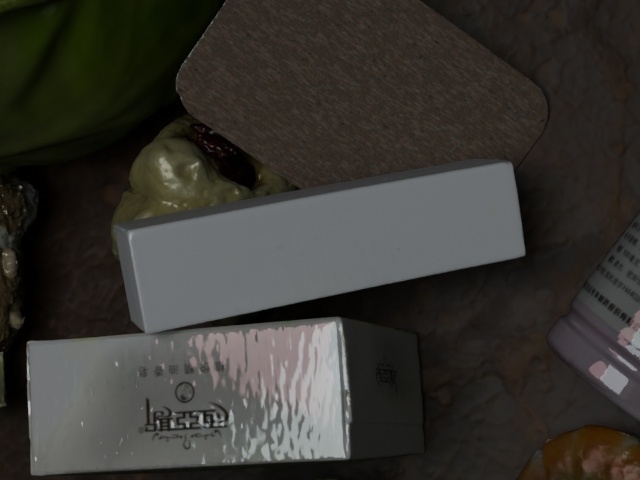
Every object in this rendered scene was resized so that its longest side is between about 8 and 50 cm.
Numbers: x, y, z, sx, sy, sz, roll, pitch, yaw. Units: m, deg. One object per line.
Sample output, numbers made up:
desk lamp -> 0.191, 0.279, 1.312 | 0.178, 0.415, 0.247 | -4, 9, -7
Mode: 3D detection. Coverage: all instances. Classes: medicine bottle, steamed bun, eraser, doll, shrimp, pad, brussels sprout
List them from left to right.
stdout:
doll -> -0.299, 0.039, 1.429 | 0.115, 0.105, 0.221 | 1, 92, -21
brussels sprout -> -0.231, -0.261, 1.309 | 0.361, 0.342, 0.425 | -1, 98, 3
steamed bun -> -0.102, -0.024, 1.335 | 0.141, 0.155, 0.172 | 24, 93, 20
eraser -> 0.000, 0.001, 1.251 | 0.298, 0.076, 0.078 | -11, 97, -14
pad -> 0.035, -0.111, 1.304 | 0.266, 0.002, 0.176 | 34, 96, -10
shrimp -> 0.227, 0.258, 1.237 | 0.150, 0.068, 0.249 | -37, 68, 26
medicine bottle -> 0.287, 0.013, 1.202 | 0.133, 0.133, 0.250 | 39, 96, 19

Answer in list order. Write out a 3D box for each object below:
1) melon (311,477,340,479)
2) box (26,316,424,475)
melon -> -0.031, 0.322, 1.215 | 0.196, 0.124, 0.323 | -13, 45, 11
box -> -0.068, 0.124, 1.285 | 0.260, 0.194, 0.111 | -3, 83, 19
